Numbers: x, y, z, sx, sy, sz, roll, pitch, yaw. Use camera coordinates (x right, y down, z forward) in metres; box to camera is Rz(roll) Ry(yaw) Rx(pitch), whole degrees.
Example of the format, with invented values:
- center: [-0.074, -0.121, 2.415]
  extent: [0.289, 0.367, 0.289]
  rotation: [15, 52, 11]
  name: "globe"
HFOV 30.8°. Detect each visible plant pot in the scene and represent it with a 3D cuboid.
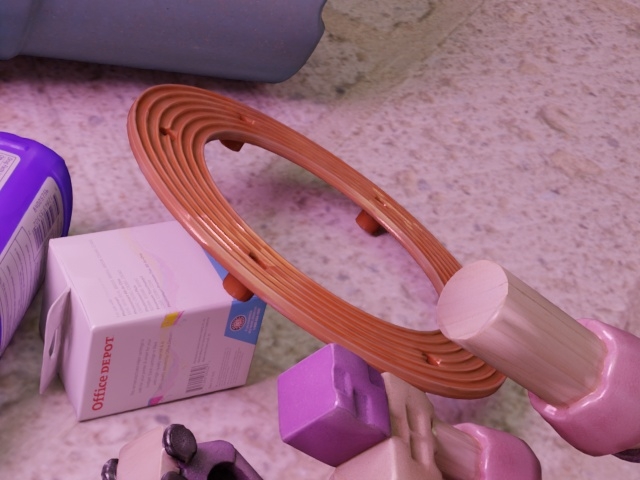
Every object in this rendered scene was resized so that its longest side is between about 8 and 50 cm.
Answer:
- center: [-0.164, -0.295, 1.027]
  extent: [0.334, 0.341, 0.341]
  rotation: [8, 39, -22]
  name: "plant pot"

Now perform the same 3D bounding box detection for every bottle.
- center: [-0.241, 0.046, 0.732]
  extent: [0.092, 0.118, 0.282]
  rotation: [16, 39, -1]
  name: "bottle"

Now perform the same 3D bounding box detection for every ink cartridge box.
- center: [-0.124, 0.051, 0.787]
  extent: [0.143, 0.092, 0.090]
  rotation: [-8, 45, -29]
  name: "ink cartridge box"

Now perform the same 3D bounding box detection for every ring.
- center: [0.000, 0.000, 0.854]
  extent: [0.337, 0.032, 0.336]
  rotation: [33, 19, -13]
  name: "ring"

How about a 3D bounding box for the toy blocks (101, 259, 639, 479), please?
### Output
- center: [0.071, 0.218, 0.599]
  extent: [0.260, 0.309, 0.288]
  rotation: [33, 41, -35]
  name: "toy blocks"
